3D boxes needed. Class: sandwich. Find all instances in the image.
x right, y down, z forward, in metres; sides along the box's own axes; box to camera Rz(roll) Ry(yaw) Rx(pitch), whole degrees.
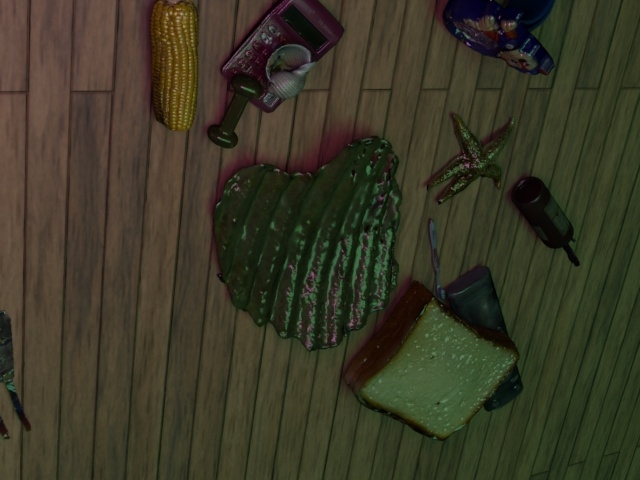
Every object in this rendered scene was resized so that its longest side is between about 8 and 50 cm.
[{"bbox_3d":[0.225,0.256,1.918,0.301,0.099,0.271,31,106,-33],"label":"sandwich"}]

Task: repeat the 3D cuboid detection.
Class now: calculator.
[{"bbox_3d":[-0.062,-0.303,1.499,0.190,0.034,0.126,-47,130,6],"label":"calculator"}]

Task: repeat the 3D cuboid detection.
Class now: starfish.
[{"bbox_3d":[0.291,-0.156,1.795,0.223,0.050,0.217,-45,122,-9],"label":"starfish"}]

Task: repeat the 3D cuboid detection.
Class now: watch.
[{"bbox_3d":[0.319,-0.416,1.603,0.196,0.171,0.200,29,86,-51],"label":"watch"}]

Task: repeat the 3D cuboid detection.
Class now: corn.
[{"bbox_3d":[-0.215,-0.260,1.404,0.072,0.072,0.203,-12,122,-26],"label":"corn"}]

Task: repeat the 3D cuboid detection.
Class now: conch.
[{"bbox_3d":[-0.053,-0.263,1.475,0.085,0.056,0.076,-43,108,-19],"label":"conch"}]

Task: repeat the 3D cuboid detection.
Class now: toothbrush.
[{"bbox_3d":[0.229,0.039,1.874,0.013,0.019,0.193,-24,124,-18],"label":"toothbrush"}]

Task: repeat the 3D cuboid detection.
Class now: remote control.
[{"bbox_3d":[0.358,0.220,2.035,0.107,0.044,0.378,-29,127,-8],"label":"remote control"}]

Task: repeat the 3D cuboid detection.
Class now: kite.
[{"bbox_3d":[-0.533,0.225,1.505,0.141,0.015,0.245,-21,121,-19],"label":"kite"}]

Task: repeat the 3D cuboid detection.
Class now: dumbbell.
[{"bbox_3d":[-0.135,-0.202,1.484,0.052,0.046,0.118,17,121,-24],"label":"dumbbell"}]

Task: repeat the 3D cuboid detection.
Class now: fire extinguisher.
[{"bbox_3d":[0.472,-0.029,1.935,0.071,0.099,0.231,-32,130,15],"label":"fire extinguisher"}]

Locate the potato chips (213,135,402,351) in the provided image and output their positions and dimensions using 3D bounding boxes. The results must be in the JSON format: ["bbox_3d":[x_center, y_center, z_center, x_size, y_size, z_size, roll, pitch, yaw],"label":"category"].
[{"bbox_3d":[0.001,0.006,1.665,0.373,0.097,0.389,-19,122,-21],"label":"potato chips"}]
